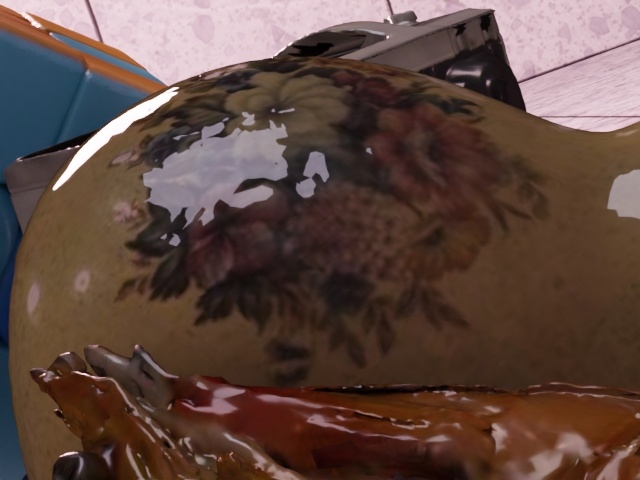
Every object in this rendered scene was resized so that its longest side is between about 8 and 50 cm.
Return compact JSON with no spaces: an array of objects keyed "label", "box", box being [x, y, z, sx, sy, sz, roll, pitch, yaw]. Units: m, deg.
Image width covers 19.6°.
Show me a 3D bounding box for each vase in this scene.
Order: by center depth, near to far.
[{"label":"vase","box":[0.050,0.070,0.664,0.302,0.241,0.329,-9,39,10]}]

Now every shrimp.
[{"label":"shrimp","box":[0.033,0.088,0.520,0.294,0.062,0.154,24,60,24]}]

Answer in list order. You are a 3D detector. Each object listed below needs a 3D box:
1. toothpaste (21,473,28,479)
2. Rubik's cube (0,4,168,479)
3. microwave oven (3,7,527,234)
[{"label":"toothpaste","box":[-0.132,0.155,1.020,0.069,0.047,0.268,-54,13,-11]},{"label":"Rubik's cube","box":[-0.282,-0.030,1.277,0.292,0.290,0.291,22,5,-22]},{"label":"microwave oven","box":[0.000,0.000,1.112,0.181,0.237,0.295,-11,10,41]}]
